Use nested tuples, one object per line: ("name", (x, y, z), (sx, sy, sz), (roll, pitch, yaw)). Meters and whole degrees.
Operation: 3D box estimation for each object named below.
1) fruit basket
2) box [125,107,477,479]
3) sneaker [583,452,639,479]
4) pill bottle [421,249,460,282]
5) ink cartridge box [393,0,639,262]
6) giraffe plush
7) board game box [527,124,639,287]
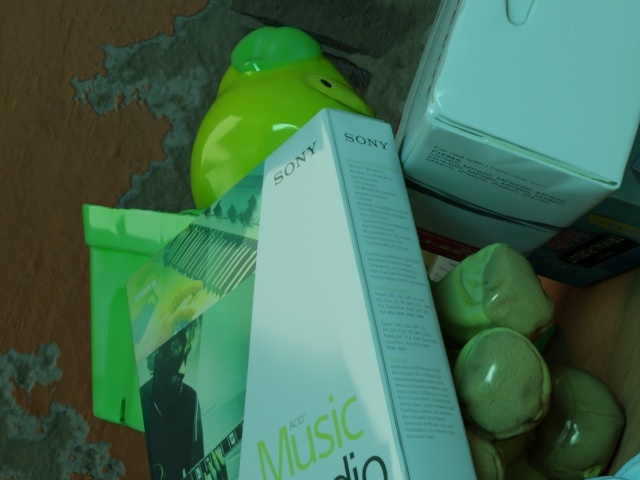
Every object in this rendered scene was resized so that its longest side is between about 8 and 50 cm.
("fruit basket", (0.000, 0.000, 1.077), (0.392, 0.283, 0.392), (-10, -76, -46))
("box", (-0.018, 0.117, 0.756), (0.232, 0.058, 0.322), (-38, 52, 41))
("sneaker", (0.114, 0.139, 0.446), (0.366, 0.135, 0.150), (116, 169, -84))
("pill bottle", (0.150, 0.021, 1.469), (0.131, 0.131, 0.229), (-71, 1, -53))
("ink cartridge box", (0.124, -0.106, 0.821), (0.273, 0.114, 0.197), (111, 179, -78))
("giraffe plush", (0.112, 0.115, 0.824), (0.181, 0.170, 0.210), (-65, 23, -8))
("board game box", (0.228, -0.110, 0.923), (0.336, 0.079, 0.253), (114, 175, -82))
